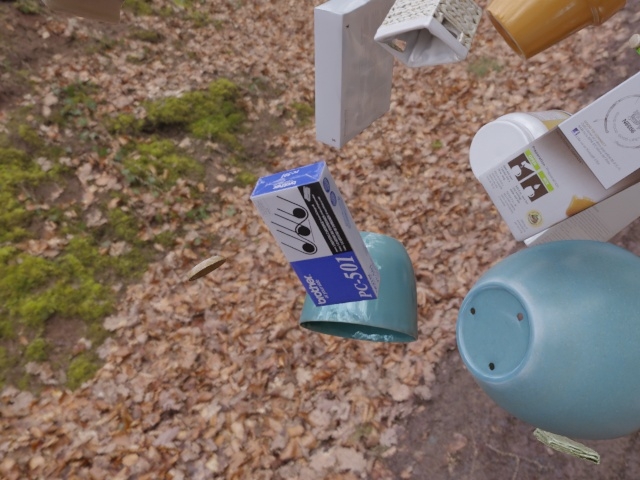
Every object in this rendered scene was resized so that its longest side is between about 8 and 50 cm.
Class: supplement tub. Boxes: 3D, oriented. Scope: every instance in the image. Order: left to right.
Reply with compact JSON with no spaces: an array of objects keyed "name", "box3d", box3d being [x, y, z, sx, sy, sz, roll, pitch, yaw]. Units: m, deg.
[{"name":"supplement tub","box3d":[0.384,-0.164,1.021,0.199,0.144,0.144,-14,4,-37]}]

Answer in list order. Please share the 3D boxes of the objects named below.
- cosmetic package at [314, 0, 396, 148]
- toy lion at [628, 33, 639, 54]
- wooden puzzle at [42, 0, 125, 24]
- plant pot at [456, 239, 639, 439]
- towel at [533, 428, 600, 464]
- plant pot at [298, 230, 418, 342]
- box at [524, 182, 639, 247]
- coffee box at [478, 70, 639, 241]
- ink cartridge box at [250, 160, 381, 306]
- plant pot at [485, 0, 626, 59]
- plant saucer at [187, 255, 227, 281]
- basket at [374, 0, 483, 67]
[{"name":"cosmetic package","box3d":[0.100,-0.488,1.544,0.097,0.377,0.284,23,46,24]},{"name":"toy lion","box3d":[0.560,-0.337,0.897,0.034,0.100,0.096,7,45,-14]},{"name":"wooden puzzle","box3d":[-0.377,-0.584,1.034,0.348,0.080,0.322,-52,8,15]},{"name":"plant pot","box3d":[0.308,0.132,0.781,0.195,0.290,0.290,8,-3,-30]},{"name":"towel","box3d":[0.522,0.434,1.181,0.148,0.110,0.027,54,-125,-76]},{"name":"plant pot","box3d":[0.106,0.113,1.378,0.293,0.293,0.235,-10,66,48]},{"name":"box","box3d":[0.625,-0.124,1.330,0.345,0.168,0.215,-44,34,21]},{"name":"coffee box","box3d":[0.329,-0.106,0.632,0.141,0.098,0.246,-21,-12,-46]},{"name":"ink cartridge box","box3d":[0.000,0.000,0.736,0.097,0.207,0.046,-11,38,24]},{"name":"plant pot","box3d":[0.428,-0.456,1.052,0.188,0.205,0.205,-38,14,20]},{"name":"plant saucer","box3d":[-0.215,0.050,1.043,0.083,0.015,0.083,-30,-6,-3]},{"name":"basket","box3d":[0.202,-0.403,1.043,0.167,0.113,0.103,18,82,59]}]
